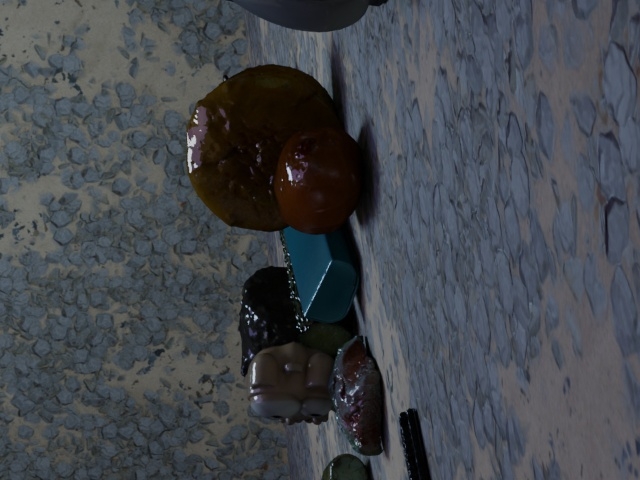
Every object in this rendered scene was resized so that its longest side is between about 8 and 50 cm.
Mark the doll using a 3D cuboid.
[{"bbox_3d":[-0.031,0.240,2.135,0.278,0.154,0.119,59,-151,-66],"label":"doll"}]

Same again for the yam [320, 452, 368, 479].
[{"bbox_3d":[0.032,0.434,2.320,0.371,0.083,0.083,104,159,-70],"label":"yam"}]

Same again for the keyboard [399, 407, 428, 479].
[{"bbox_3d":[0.123,0.321,1.626,0.072,0.023,0.231,90,171,-61],"label":"keyboard"}]

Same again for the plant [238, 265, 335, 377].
[{"bbox_3d":[-0.062,0.164,2.416,0.234,0.178,0.204,98,164,-45],"label":"plant"}]

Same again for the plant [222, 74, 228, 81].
[{"bbox_3d":[-0.111,-0.179,2.587,0.333,0.180,0.251,91,-179,-72],"label":"plant"}]

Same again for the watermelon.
[{"bbox_3d":[0.053,0.219,1.968,0.139,0.071,0.187,108,155,-66],"label":"watermelon"}]

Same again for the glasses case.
[{"bbox_3d":[0.001,-0.001,2.134,0.301,0.070,0.117,-103,33,-56],"label":"glasses case"}]

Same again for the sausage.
[{"bbox_3d":[-0.003,-0.076,1.876,0.258,0.133,0.133,120,143,-77],"label":"sausage"}]

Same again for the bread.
[{"bbox_3d":[-0.086,-0.146,2.060,0.145,0.268,0.268,-73,-18,-62],"label":"bread"}]

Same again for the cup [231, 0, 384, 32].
[{"bbox_3d":[-0.055,-0.332,1.483,0.227,0.257,0.301,87,171,-51],"label":"cup"}]

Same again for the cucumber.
[{"bbox_3d":[-0.014,0.046,2.256,0.359,0.096,0.096,-101,7,-50],"label":"cucumber"}]
